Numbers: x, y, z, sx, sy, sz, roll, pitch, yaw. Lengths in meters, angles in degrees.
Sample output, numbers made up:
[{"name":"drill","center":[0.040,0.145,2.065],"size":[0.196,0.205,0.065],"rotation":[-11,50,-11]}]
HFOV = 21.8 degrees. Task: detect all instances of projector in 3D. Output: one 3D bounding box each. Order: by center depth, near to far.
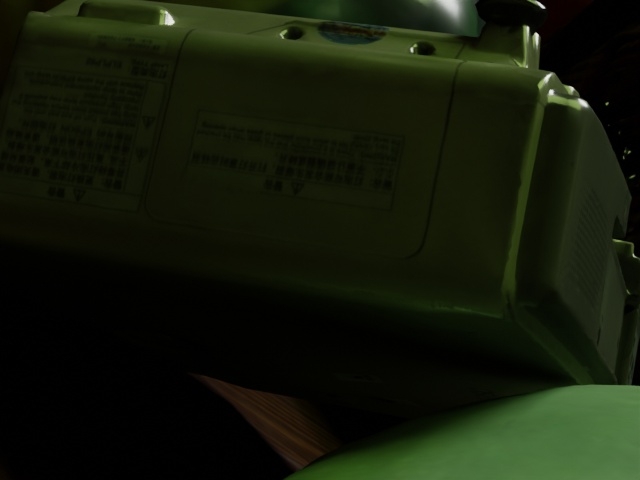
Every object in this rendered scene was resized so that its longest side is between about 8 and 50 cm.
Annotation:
[{"name":"projector","center":[0.000,0.000,0.513],"size":[0.193,0.088,0.269],"rotation":[8,-11,15]}]

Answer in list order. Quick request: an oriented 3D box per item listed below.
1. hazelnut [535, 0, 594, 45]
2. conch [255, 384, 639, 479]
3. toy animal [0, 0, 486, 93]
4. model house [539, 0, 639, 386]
[{"name":"hazelnut","center":[0.120,-0.120,1.066],"size":[0.429,0.402,0.402],"rotation":[38,3,42]},{"name":"conch","center":[0.040,0.097,0.379],"size":[0.250,0.137,0.144],"rotation":[10,53,-42]},{"name":"toy animal","center":[-0.046,-0.095,0.815],"size":[0.338,0.216,0.191],"rotation":[36,-27,53]},{"name":"model house","center":[0.177,0.049,0.814],"size":[0.282,0.297,0.317],"rotation":[-15,-67,46]}]
